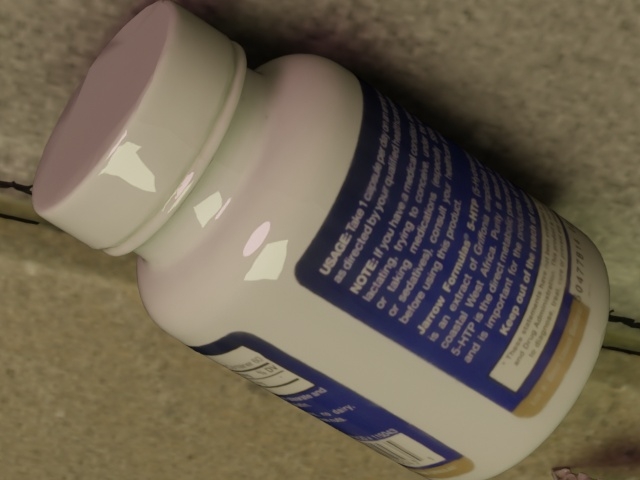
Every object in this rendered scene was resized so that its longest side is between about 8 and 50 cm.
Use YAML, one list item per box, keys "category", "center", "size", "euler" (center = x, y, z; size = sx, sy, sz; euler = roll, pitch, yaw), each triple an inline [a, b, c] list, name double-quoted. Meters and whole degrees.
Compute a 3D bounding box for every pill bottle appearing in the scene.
- category: "pill bottle"
  center: [0.000, 0.000, 0.515]
  size: [0.187, 0.112, 0.112]
  euler: [32, 125, -24]

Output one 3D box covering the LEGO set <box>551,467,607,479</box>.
- category: "LEGO set"
  center: [0.231, 0.094, 0.652]
  size: [0.244, 0.060, 0.182]
  euler: [27, 115, -22]
